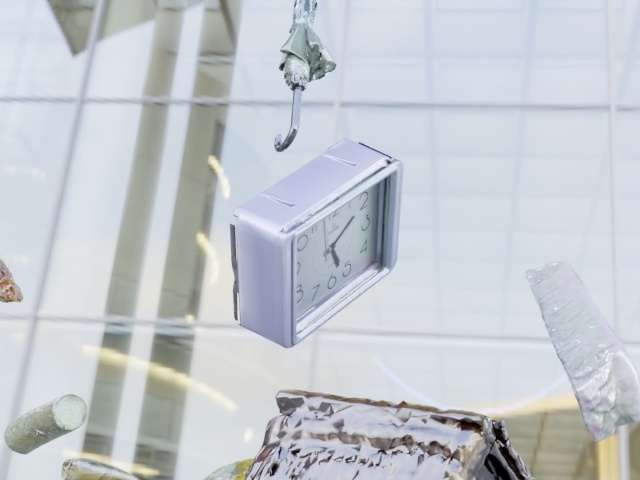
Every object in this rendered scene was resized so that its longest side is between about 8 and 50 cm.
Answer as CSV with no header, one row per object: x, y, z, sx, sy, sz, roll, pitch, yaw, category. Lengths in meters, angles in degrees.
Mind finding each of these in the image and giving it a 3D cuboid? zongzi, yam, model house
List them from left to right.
-0.303,0.202,1.217,0.094,0.043,0.043,-27,-38,26,yam
-0.274,0.294,1.379,0.083,0.040,0.076,5,-18,13,zongzi
0.016,0.248,0.851,0.317,0.283,0.297,-2,8,31,model house

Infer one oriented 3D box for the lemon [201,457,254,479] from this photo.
-0.062,0.394,1.366,0.253,0.254,0.310,26,-31,-37,lemon

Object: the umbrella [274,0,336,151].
-0.007,-0.172,0.836,0.044,0.269,0.044,24,-40,-23,umbrella

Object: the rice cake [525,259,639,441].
0.237,0.085,1.014,0.056,0.073,0.365,-25,9,9,rice cake

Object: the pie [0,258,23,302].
-0.320,-0.021,0.945,0.033,0.191,0.088,-35,5,-12,pie

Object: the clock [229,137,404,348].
0.000,-0.001,1.113,0.073,0.193,0.145,26,-48,30,clock
